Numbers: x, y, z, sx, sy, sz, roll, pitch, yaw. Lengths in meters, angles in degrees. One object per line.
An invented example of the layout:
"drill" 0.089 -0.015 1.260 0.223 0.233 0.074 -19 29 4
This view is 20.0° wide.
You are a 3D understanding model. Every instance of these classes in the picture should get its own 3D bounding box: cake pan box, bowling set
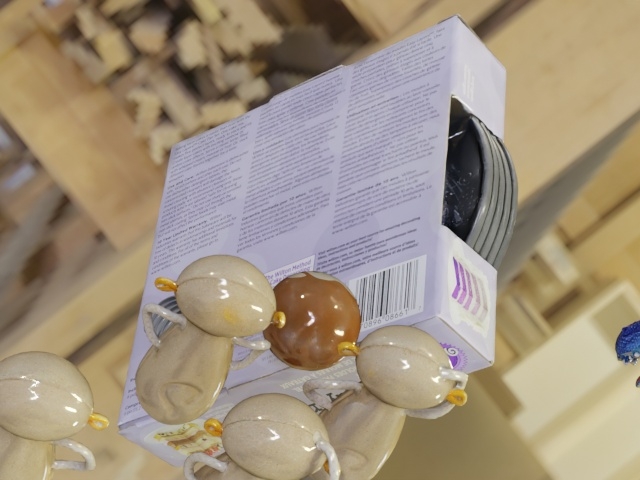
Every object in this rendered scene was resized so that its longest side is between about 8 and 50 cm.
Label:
"cake pan box" 0.000 0.000 1.173 0.070 0.267 0.245 40 41 -38
"bowling set" -0.023 0.066 0.883 0.287 0.199 0.154 18 -37 -10

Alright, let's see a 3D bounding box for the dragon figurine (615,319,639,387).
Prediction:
"dragon figurine" 0.231 0.035 0.619 0.289 0.085 0.144 -29 -97 45
